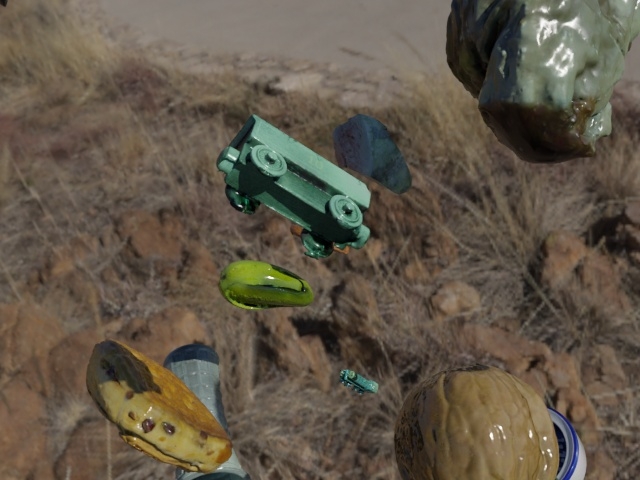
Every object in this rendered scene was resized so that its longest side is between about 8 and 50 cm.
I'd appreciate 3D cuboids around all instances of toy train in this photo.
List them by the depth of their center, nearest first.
[{"bbox_3d":[-0.023,-0.053,0.864,0.070,0.172,0.099,-46,20,37],"label":"toy train"},{"bbox_3d":[0.073,0.277,1.673,0.045,0.092,0.029,-7,58,37],"label":"toy train"}]

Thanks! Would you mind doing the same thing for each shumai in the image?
[{"bbox_3d":[0.327,-0.241,1.146,0.304,0.309,0.263,-31,44,26],"label":"shumai"}]

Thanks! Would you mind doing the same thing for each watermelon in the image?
[{"bbox_3d":[0.092,-0.133,1.477,0.081,0.180,0.094,-55,21,-22],"label":"watermelon"}]

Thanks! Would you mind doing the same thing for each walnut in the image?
[{"bbox_3d":[0.207,0.281,1.153,0.228,0.228,0.228,-10,38,8],"label":"walnut"}]

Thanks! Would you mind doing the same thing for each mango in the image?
[{"bbox_3d":[-0.091,0.078,1.454,0.165,0.091,0.074,11,52,-14],"label":"mango"}]

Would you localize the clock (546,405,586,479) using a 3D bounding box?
[{"bbox_3d":[0.441,0.465,1.819,0.230,0.083,0.230,-21,40,19],"label":"clock"}]

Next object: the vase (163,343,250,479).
[{"bbox_3d":[-0.228,0.342,1.626,0.143,0.143,0.299,-17,48,-2],"label":"vase"}]

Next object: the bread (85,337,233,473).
[{"bbox_3d":[-0.265,0.267,1.348,0.099,0.210,0.235,-51,43,-2],"label":"bread"}]

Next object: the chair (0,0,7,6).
[{"bbox_3d":[-0.462,-0.366,1.058,0.140,0.221,0.145,18,49,-10],"label":"chair"}]

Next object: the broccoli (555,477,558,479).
[{"bbox_3d":[0.306,0.440,1.291,0.176,0.198,0.226,-28,84,-19],"label":"broccoli"}]

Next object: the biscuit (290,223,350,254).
[{"bbox_3d":[0.000,0.000,1.397,0.102,0.019,0.130,21,1,6],"label":"biscuit"}]
